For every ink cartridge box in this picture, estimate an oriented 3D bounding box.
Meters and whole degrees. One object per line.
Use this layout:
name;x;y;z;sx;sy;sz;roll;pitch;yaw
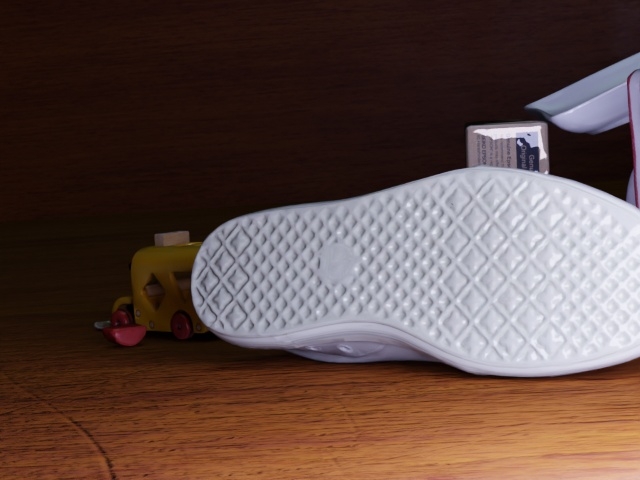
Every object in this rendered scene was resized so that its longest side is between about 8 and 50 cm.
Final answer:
ink cartridge box;0.200;-0.033;1.758;0.088;0.193;0.235;-3;5;5

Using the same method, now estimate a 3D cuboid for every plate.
plate;0.360;-0.176;1.727;0.278;0.045;0.277;-25;5;4

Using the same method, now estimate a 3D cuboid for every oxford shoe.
oxford shoe;0.099;0.034;1.363;0.449;0.169;0.130;-3;-14;35

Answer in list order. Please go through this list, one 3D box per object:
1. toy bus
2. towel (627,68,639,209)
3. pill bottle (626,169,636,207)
toy bus;-0.148;0.043;1.711;0.202;0.104;0.191;-4;4;-1
towel;0.319;-0.028;1.314;0.037;0.237;0.329;-6;5;-11
pill bottle;0.466;-0.088;1.700;0.188;0.188;0.334;-1;24;38
